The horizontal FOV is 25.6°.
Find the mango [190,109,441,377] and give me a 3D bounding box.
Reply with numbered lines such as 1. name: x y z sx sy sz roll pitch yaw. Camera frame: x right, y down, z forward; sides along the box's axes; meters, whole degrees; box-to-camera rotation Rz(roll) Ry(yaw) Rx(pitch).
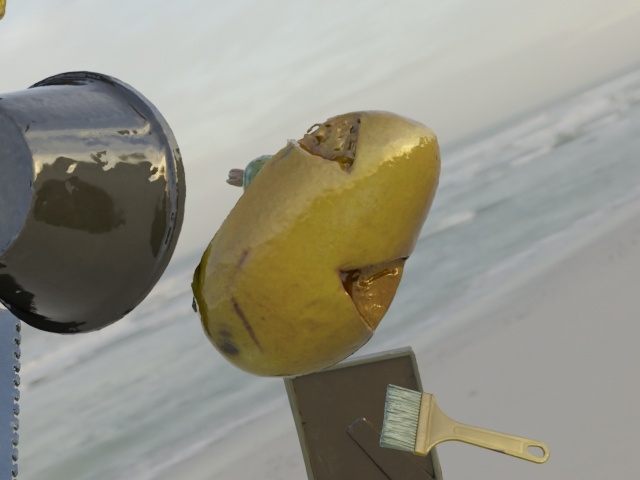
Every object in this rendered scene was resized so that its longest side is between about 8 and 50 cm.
1. mango: 0.000 0.000 1.210 0.262 0.167 0.130 -59 8 9

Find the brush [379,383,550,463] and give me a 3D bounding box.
1. brush: 0.173 0.229 1.659 0.205 0.083 0.011 14 -37 -4

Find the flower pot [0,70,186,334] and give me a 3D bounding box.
1. flower pot: -0.280 -0.043 1.349 0.269 0.269 0.166 -22 -13 24

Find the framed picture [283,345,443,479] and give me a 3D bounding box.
1. framed picture: 0.063 0.279 1.962 0.189 0.260 0.023 -12 21 3

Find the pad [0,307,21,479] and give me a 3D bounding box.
1. pad: -0.423 0.130 1.414 0.012 0.269 0.270 -49 31 31

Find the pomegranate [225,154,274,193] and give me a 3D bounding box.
1. pomegranate: -0.068 -0.072 1.736 0.073 0.073 0.084 -24 22 -32

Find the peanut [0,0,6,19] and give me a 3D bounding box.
1. peanut: -0.372 -0.291 1.401 0.087 0.087 0.207 -23 -34 -3
